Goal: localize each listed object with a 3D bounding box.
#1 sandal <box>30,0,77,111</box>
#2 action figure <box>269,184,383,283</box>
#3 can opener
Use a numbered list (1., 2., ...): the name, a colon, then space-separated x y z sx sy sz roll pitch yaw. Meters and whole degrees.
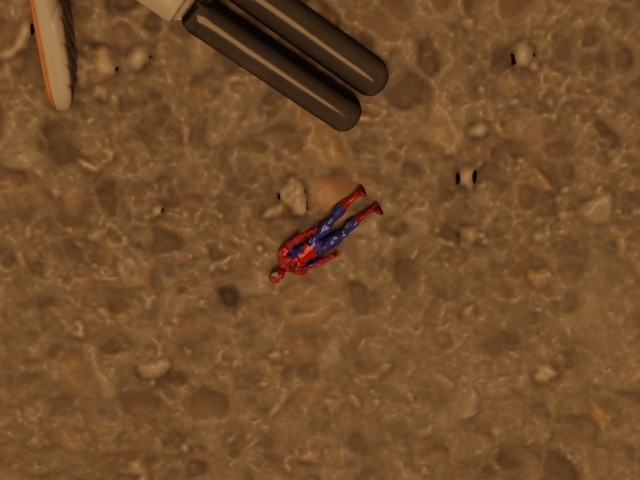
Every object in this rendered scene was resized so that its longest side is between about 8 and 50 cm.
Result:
1. sandal: -0.233 -0.217 0.893 0.076 0.102 0.265 -6 116 -6
2. action figure: 0.000 0.000 1.052 0.115 0.030 0.038 -38 117 14
3. can opener: -0.072 -0.176 0.929 0.283 0.095 0.076 33 108 -17
